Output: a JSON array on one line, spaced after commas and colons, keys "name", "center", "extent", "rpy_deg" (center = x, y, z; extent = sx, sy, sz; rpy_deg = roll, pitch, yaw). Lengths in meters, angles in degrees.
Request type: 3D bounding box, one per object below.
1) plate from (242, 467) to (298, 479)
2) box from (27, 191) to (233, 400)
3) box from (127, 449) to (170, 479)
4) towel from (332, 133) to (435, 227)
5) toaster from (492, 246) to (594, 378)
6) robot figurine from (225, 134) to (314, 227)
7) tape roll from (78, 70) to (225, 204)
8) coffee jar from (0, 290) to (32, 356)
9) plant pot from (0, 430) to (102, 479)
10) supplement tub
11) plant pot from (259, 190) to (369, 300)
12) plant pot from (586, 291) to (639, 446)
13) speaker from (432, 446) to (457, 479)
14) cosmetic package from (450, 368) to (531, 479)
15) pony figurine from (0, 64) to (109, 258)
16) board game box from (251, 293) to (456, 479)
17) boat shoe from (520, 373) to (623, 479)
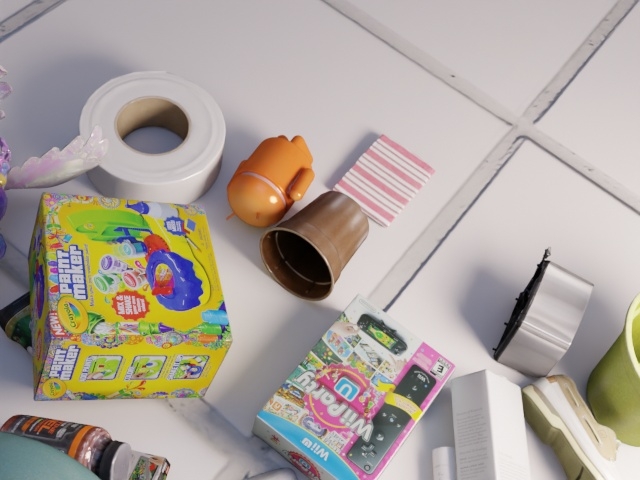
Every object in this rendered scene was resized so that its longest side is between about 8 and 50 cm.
[{"name": "plate", "center": [-0.129, 0.514, 1.270], "extent": [0.277, 0.045, 0.278], "rpy_deg": [-12, 62, -17]}, {"name": "box", "center": [-0.323, 0.094, 1.345], "extent": [0.279, 0.177, 0.290], "rpy_deg": [3, 48, -27]}, {"name": "box", "center": [-0.323, 0.428, 1.269], "extent": [0.114, 0.036, 0.207], "rpy_deg": [9, 57, 14]}, {"name": "towel", "center": [0.136, -0.126, 1.723], "extent": [0.144, 0.029, 0.197], "rpy_deg": [36, 62, 11]}, {"name": "toaster", "center": [0.416, 0.142, 1.524], "extent": [0.110, 0.186, 0.168], "rpy_deg": [26, 57, 10]}, {"name": "robot figurine", "center": [-0.100, -0.115, 1.609], "extent": [0.158, 0.128, 0.219], "rpy_deg": [31, 57, 5]}, {"name": "tape roll", "center": [-0.333, -0.202, 1.629], "extent": [0.286, 0.100, 0.286], "rpy_deg": [5, 59, -8]}, {"name": "coffee jar", "center": [-0.460, 0.167, 1.390], "extent": [0.184, 0.079, 0.096], "rpy_deg": [42, 54, 13]}, {"name": "plant pot", "center": [-0.440, 0.374, 1.101], "extent": [0.290, 0.290, 0.195], "rpy_deg": [-32, 69, -26]}, {"name": "supplement tub", "center": [-0.394, 0.332, 1.260], "extent": [0.197, 0.106, 0.106], "rpy_deg": [6, 57, 13]}, {"name": "plant pot", "center": [0.000, 0.000, 1.546], "extent": [0.167, 0.167, 0.165], "rpy_deg": [37, 52, 11]}, {"name": "plant pot", "center": [0.613, 0.246, 1.460], "extent": [0.276, 0.254, 0.276], "rpy_deg": [5, 59, -9]}, {"name": "speaker", "center": [0.220, 0.423, 1.389], "extent": [0.055, 0.055, 0.136], "rpy_deg": [5, 58, -8]}, {"name": "cosmetic package", "center": [0.293, 0.352, 1.405], "extent": [0.117, 0.085, 0.231], "rpy_deg": [31, 46, -38]}, {"name": "pony figurine", "center": [-0.591, -0.110, 1.411], "extent": [0.351, 0.303, 0.364], "rpy_deg": [-24, 45, 25]}, {"name": "board game box", "center": [0.061, 0.277, 1.423], "extent": [0.224, 0.097, 0.303], "rpy_deg": [36, 60, 11]}, {"name": "boat shoe", "center": [0.476, 0.369, 1.440], "extent": [0.103, 0.113, 0.302], "rpy_deg": [-24, 66, -17]}]
